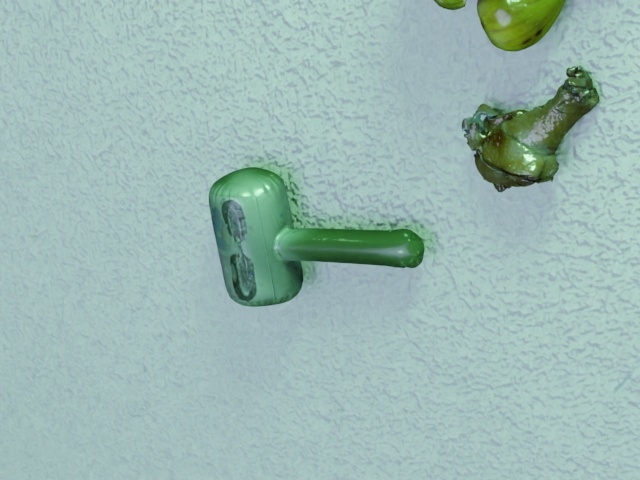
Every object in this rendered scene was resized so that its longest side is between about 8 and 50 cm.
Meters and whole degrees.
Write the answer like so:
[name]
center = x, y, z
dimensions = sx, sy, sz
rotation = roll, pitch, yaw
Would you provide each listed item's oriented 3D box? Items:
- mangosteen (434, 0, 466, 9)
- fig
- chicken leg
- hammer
[mangosteen]
center = 0.151, -0.359, 1.812
dimensions = 0.166, 0.180, 0.166
rotation = 34, 158, 16
[fig]
center = 0.273, -0.286, 1.858
dimensions = 0.166, 0.093, 0.093
rotation = -16, 108, 1
[chicken leg]
center = 0.268, -0.132, 1.929
dimensions = 0.196, 0.080, 0.125
rotation = -21, 88, 42
[hammer]
center = 0.000, 0.000, 2.193
dimensions = 0.335, 0.119, 0.206
rotation = 3, 116, 29
